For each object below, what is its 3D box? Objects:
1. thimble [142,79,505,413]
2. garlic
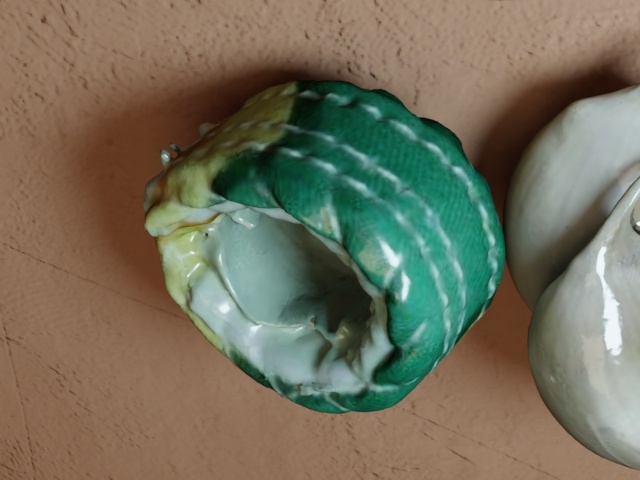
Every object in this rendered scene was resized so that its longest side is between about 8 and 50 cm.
[{"bbox_3d":[0.000,0.000,1.237,0.288,0.167,0.254,28,138,18],"label":"thimble"},{"bbox_3d":[0.261,0.032,1.198,0.245,0.231,0.340,0,133,18],"label":"garlic"}]
